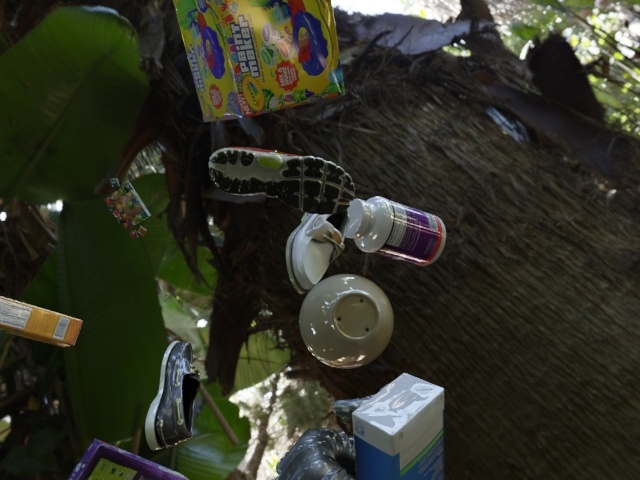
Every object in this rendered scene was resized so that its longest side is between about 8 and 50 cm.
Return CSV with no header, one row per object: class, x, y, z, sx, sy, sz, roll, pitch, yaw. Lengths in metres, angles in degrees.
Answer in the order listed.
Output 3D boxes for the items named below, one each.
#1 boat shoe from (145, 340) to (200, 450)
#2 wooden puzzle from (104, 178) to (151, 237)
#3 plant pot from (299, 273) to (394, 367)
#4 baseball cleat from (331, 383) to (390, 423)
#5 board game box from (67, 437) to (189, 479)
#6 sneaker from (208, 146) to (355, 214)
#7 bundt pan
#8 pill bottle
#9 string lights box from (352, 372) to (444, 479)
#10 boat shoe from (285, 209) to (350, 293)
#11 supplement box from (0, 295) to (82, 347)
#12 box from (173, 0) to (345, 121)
boat shoe,-0.252,0.268,0.798,0.069,0.227,0.081,-11,-58,0
wooden puzzle,-0.255,-0.043,0.582,0.049,0.083,0.006,-25,13,26
plant pot,0.085,0.221,1.253,0.284,0.284,0.191,-27,-10,-11
baseball cleat,0.131,0.404,1.089,0.206,0.109,0.072,15,-44,-4
board game box,-0.407,0.554,0.763,0.208,0.056,0.346,43,-119,-28
sneaker,-0.068,-0.131,0.842,0.279,0.118,0.107,14,-69,-10
bundt pan,0.061,0.587,1.084,0.331,0.331,0.124,20,-80,-55
pill bottle,0.232,-0.032,1.420,0.323,0.181,0.181,15,-51,-27
string lights box,0.124,0.355,0.668,0.133,0.077,0.259,-18,-69,-42
boat shoe,0.000,0.000,1.062,0.103,0.302,0.113,-17,-57,24
supplement box,-0.769,0.216,1.167,0.078,0.080,0.233,-16,-37,36
box,-0.124,-0.424,0.927,0.279,0.177,0.289,-26,-65,-34
